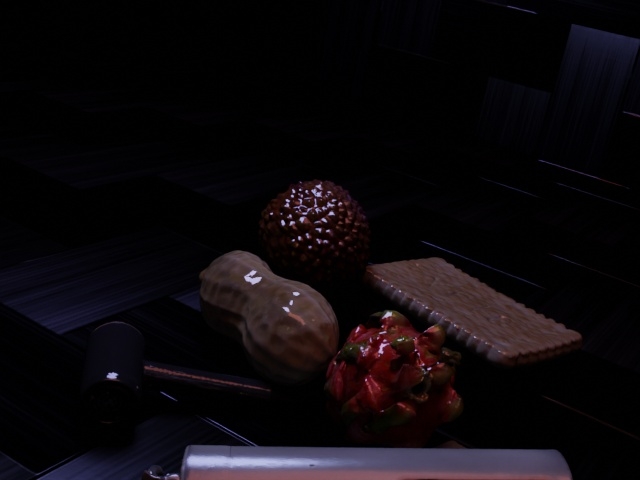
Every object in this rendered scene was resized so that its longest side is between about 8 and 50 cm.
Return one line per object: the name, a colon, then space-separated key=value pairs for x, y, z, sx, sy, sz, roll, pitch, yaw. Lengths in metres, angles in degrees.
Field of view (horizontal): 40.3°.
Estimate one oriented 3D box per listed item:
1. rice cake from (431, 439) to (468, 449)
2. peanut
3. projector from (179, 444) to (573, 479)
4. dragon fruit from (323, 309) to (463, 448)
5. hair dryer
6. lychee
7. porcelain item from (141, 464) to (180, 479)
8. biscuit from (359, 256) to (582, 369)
rice cake: x=0.109 y=0.272 z=0.877 sx=0.127 sy=0.043 sz=0.237 roll=25 pitch=24 yaw=34
peanut: x=-0.072 y=0.092 z=1.142 sx=0.136 sy=0.120 sz=0.298 roll=13 pitch=12 yaw=-37
projector: x=0.047 y=0.234 z=0.758 sx=0.337 sy=0.108 sz=0.108 roll=2 pitch=21 yaw=-4
dragon fruit: x=0.090 y=0.161 z=0.984 sx=0.166 sy=0.160 sz=0.172 roll=-22 pitch=9 yaw=-14
hair dryer: x=-0.145 y=0.169 z=0.997 sx=0.255 sy=0.070 sz=0.128 roll=12 pitch=20 yaw=-12
lychee: x=0.000 y=0.000 z=1.359 sx=0.188 sy=0.188 sz=0.188 roll=10 pitch=20 yaw=-4
porcelain item: x=-0.105 y=0.252 z=0.848 sx=0.136 sy=0.021 sz=0.075 roll=26 pitch=21 yaw=34
biscuit: x=0.227 y=0.109 z=1.369 sx=0.217 sy=0.044 sz=0.324 roll=-7 pitch=27 yaw=-42
